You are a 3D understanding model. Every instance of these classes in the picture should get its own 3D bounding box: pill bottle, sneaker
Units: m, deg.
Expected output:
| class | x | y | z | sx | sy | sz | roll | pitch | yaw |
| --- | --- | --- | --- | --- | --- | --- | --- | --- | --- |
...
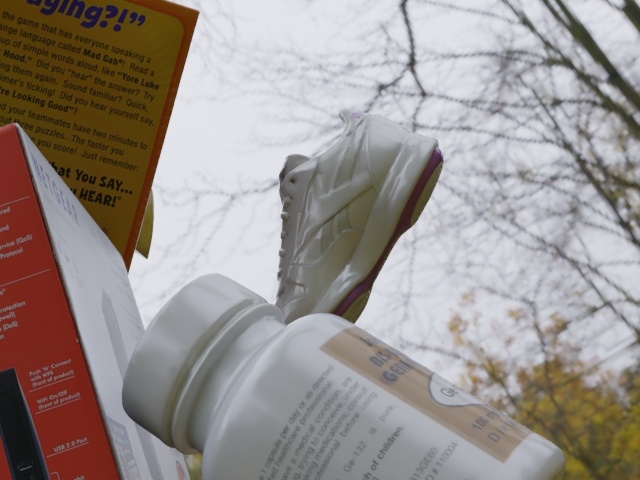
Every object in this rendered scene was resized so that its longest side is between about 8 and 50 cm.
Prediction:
| class | x | y | z | sx | sy | sz | roll | pitch | yaw |
| --- | --- | --- | --- | --- | --- | --- | --- | --- | --- |
| pill bottle | 0.008 | 0.116 | 0.635 | 0.131 | 0.229 | 0.131 | -48 | -24 | -29 |
| sneaker | 0.000 | 0.000 | 1.192 | 0.305 | 0.152 | 0.114 | -58 | -12 | -9 |

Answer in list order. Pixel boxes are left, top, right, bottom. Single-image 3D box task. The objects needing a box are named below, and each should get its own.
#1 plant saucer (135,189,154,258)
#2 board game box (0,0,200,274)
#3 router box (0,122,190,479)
| class | x | y | z | sx | sy | sz | roll | pitch | yaw |
| --- | --- | --- | --- | --- | --- | --- | --- | --- | --- |
| plant saucer | -0.358 | -0.122 | 1.563 | 0.081 | 0.333 | 0.333 | -49 | 15 | -9 |
| board game box | -0.374 | -0.104 | 1.128 | 0.357 | 0.356 | 0.356 | 15 | 2 | -22 |
| router box | -0.165 | 0.119 | 0.782 | 0.082 | 0.301 | 0.335 | -18 | -13 | -4 |
